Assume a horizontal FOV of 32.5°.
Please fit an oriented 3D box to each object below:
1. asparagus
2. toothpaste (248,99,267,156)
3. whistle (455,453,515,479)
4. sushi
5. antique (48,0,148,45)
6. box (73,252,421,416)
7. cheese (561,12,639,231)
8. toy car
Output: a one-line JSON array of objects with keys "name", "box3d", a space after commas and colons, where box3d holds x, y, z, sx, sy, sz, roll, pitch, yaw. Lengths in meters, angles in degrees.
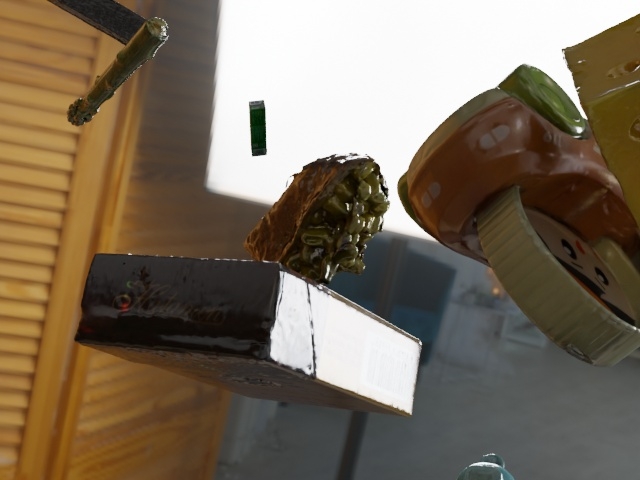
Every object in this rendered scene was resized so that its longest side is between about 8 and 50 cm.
[{"name": "asparagus", "box3d": [-0.102, -0.077, 0.531, 0.015, 0.014, 0.114, -43, 9, -37]}, {"name": "toothpaste", "box3d": [-0.075, -0.135, 1.323, 0.020, 0.083, 0.017, -7, 52, -7]}, {"name": "whistle", "box3d": [0.152, 0.329, 1.066, 0.186, 0.274, 0.093, 2, -41, 18]}, {"name": "sushi", "box3d": [0.001, -0.002, 1.502, 0.167, 0.296, 0.179, 5, 46, -54]}, {"name": "antique", "box3d": [-0.245, -0.235, 1.004, 0.192, 0.031, 0.015, 29, -18, -14]}, {"name": "box", "box3d": [-0.073, 0.124, 1.362, 0.264, 0.116, 0.415, 4, -14, 28]}, {"name": "cheese", "box3d": [0.241, -0.059, 0.739, 0.093, 0.171, 0.126, -22, 24, 15]}, {"name": "toy car", "box3d": [0.186, 0.003, 0.843, 0.235, 0.145, 0.235, 33, 31, -23]}]
